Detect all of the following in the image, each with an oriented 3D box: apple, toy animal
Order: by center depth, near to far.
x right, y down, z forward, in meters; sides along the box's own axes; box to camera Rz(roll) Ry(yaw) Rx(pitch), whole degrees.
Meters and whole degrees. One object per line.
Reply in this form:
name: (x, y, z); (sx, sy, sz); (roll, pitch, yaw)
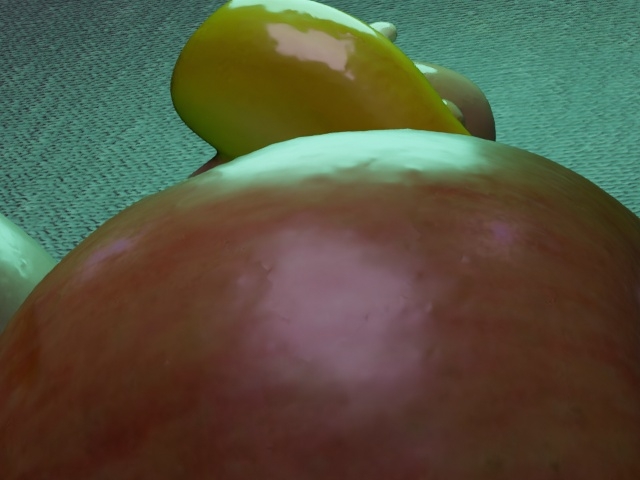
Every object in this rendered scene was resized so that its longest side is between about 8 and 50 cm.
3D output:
apple: (0.025, 0.140, 0.847); (0.346, 0.391, 0.391); (-19, 25, 17)
toy animal: (0.018, 0.011, 1.312); (0.277, 0.345, 0.247); (20, 3, 17)

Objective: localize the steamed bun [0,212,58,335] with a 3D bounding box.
steamed bun: (-0.268, 0.084, 1.147); (0.324, 0.324, 0.206); (8, 45, 35)
